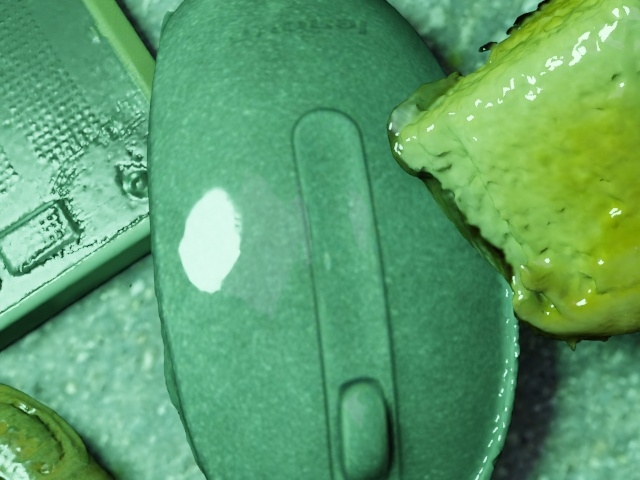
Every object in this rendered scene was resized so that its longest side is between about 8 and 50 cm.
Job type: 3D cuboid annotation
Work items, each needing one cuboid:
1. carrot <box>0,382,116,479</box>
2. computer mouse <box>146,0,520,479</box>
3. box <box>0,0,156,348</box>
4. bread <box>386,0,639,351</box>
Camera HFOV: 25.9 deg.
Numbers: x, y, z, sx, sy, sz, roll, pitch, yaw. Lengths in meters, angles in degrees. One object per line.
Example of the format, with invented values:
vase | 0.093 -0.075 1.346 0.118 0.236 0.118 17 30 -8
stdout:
carrot | -0.218 0.105 0.852 0.342 0.070 0.070 38 84 16
computer mouse | -0.001 -0.001 0.801 0.203 0.114 0.374 -9 75 -14
box | -0.209 -0.086 0.907 0.210 0.045 0.270 -32 74 -2
bread | 0.196 -0.063 0.758 0.262 0.162 0.204 -43 108 -16
